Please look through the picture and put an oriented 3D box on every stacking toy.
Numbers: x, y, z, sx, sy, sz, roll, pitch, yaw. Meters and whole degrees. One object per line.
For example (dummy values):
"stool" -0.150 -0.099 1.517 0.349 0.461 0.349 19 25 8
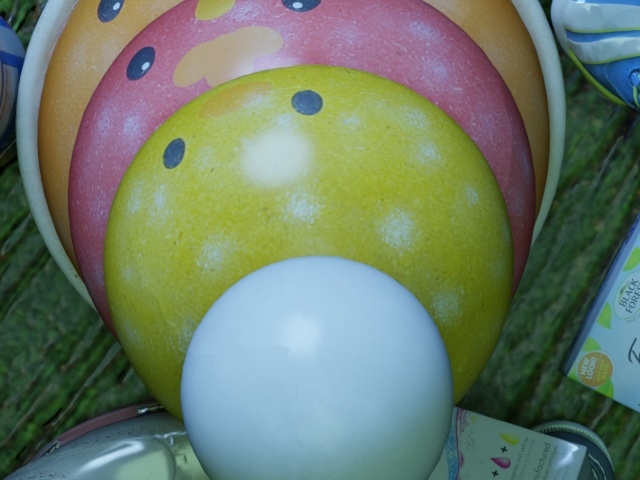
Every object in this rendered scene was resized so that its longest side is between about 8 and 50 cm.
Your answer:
"stacking toy" 0.000 0.000 0.851 0.351 0.480 0.350 -2 110 -5

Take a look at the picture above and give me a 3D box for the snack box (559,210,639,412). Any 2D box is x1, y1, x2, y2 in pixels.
"snack box" 0.240 0.050 1.104 0.100 0.037 0.141 26 92 -2

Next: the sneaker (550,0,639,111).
"sneaker" 0.253 -0.089 1.013 0.240 0.126 0.091 30 103 -29

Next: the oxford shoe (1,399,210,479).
"oxford shoe" -0.186 0.218 1.044 0.397 0.146 0.140 -27 94 0

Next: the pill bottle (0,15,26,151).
"pill bottle" -0.251 -0.098 0.983 0.124 0.221 0.124 0 93 -2

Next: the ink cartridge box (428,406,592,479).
"ink cartridge box" 0.073 0.162 1.048 0.181 0.061 0.104 15 70 20

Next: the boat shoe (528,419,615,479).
"boat shoe" 0.115 0.274 1.083 0.116 0.099 0.319 27 92 -3
